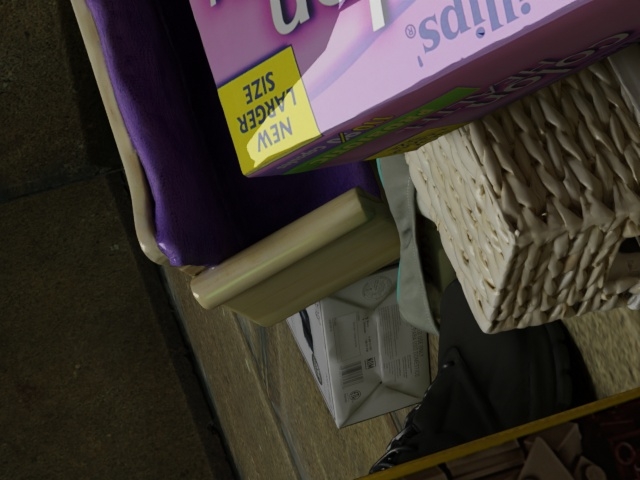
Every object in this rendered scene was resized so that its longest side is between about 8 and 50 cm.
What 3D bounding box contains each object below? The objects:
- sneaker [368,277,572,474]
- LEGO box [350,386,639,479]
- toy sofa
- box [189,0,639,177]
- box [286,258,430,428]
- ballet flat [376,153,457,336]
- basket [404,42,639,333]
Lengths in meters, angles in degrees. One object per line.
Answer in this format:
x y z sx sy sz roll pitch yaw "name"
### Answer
0.087 0.130 1.024 0.109 0.130 0.286 101 169 -45 "sneaker"
0.080 0.219 0.651 0.500 0.372 0.193 100 151 -68 "LEGO box"
-0.072 -0.131 1.301 0.177 0.150 0.362 34 -148 -59 "toy sofa"
0.038 -0.177 0.696 0.213 0.117 0.243 -23 83 45 "box"
0.000 0.000 1.476 0.290 0.087 0.169 -119 17 -48 "box"
0.084 -0.016 1.133 0.068 0.072 0.213 30 144 34 "ballet flat"
0.104 -0.050 0.840 0.113 0.103 0.167 95 157 -60 "basket"
